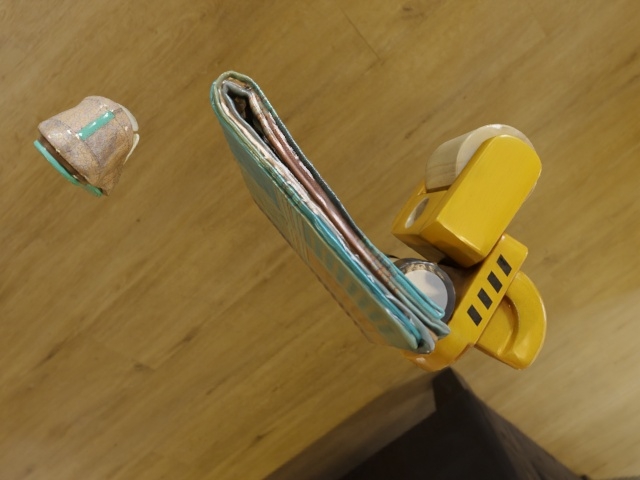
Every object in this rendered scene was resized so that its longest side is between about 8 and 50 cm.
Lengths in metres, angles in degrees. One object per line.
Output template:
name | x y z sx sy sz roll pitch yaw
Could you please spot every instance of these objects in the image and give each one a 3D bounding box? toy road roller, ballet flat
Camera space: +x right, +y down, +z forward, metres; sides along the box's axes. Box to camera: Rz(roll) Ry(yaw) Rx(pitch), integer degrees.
toy road roller | 0.215 0.030 0.813 0.240 0.202 0.330 33 87 -8
ballet flat | -0.271 -0.114 0.709 0.106 0.316 0.107 -46 111 -12

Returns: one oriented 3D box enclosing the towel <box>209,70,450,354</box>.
towel | 0.000 0.000 0.609 0.040 0.271 0.370 -38 173 -6
